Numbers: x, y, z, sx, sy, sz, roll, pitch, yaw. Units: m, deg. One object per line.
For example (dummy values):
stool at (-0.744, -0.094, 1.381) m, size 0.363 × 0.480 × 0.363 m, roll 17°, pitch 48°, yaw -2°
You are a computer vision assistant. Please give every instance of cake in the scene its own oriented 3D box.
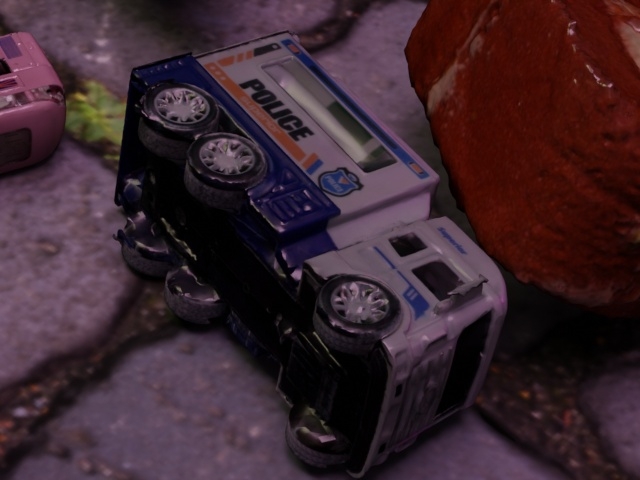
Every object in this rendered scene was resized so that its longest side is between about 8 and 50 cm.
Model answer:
cake at (0.169, -0.085, 1.170) m, size 0.177 × 0.151 × 0.283 m, roll 14°, pitch 34°, yaw -27°

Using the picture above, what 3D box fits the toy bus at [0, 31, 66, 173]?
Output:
toy bus at (-0.261, -0.073, 1.190) m, size 0.203 × 0.063 × 0.090 m, roll -17°, pitch 52°, yaw -24°

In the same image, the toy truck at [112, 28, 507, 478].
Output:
toy truck at (0.000, 0.000, 1.122) m, size 0.155 × 0.124 × 0.268 m, roll -21°, pitch 52°, yaw -32°
